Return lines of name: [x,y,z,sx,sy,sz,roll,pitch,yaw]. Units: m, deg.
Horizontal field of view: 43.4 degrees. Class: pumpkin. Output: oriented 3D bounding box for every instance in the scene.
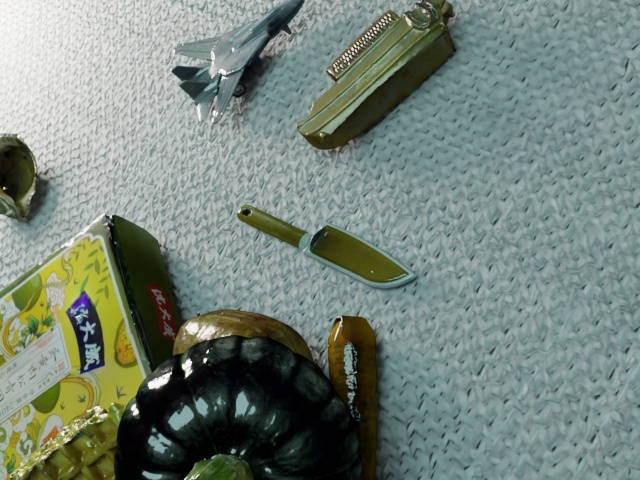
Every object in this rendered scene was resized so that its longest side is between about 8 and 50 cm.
pumpkin: [-0.094,0.255,0.911,0.295,0.296,0.296,-12,63,26]

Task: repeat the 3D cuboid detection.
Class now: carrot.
carrot: [0.041,0.229,1.059,0.070,0.070,0.260,-10,67,27]

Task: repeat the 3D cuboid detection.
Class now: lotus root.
lotus root: [-0.098,0.168,1.122,0.260,0.145,0.128,16,120,36]

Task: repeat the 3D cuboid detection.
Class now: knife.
knife: [0.001,-0.001,1.207,0.343,0.027,0.061,26,79,36]

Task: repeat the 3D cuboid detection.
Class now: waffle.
waffle: [-0.288,0.360,1.094,0.311,0.060,0.307,-3,103,8]

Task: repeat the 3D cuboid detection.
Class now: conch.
conch: [-0.625,-0.131,1.571,0.155,0.130,0.207,-48,67,20]

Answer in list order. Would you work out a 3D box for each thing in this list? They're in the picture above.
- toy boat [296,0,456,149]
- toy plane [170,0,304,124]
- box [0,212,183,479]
toy boat: [0.085,-0.265,1.233,0.310,0.089,0.115,-41,63,9]
toy plane: [-0.128,-0.330,1.399,0.267,0.088,0.212,-34,57,4]
box: [-0.408,0.221,1.281,0.420,0.138,0.373,-34,56,14]
